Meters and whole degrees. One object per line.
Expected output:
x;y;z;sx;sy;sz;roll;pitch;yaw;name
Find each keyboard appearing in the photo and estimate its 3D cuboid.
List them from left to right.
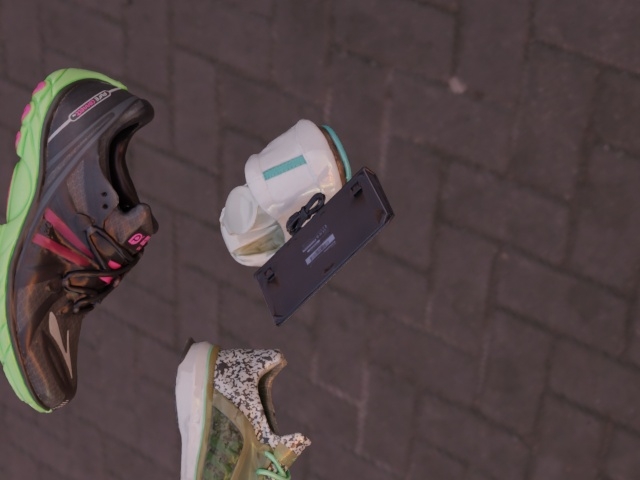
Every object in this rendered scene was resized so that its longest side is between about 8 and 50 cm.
0.000;0.000;1.440;0.180;0.023;0.108;-44;48;21;keyboard

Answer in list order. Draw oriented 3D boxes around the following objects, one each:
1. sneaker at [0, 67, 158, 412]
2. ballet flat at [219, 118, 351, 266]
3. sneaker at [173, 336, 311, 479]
-0.333;0.007;1.884;0.202;0.185;0.482;10;94;3;sneaker
-0.061;-0.036;1.644;0.139;0.139;0.400;51;164;7;ballet flat
-0.103;0.329;1.968;0.182;0.158;0.410;-9;74;10;sneaker
